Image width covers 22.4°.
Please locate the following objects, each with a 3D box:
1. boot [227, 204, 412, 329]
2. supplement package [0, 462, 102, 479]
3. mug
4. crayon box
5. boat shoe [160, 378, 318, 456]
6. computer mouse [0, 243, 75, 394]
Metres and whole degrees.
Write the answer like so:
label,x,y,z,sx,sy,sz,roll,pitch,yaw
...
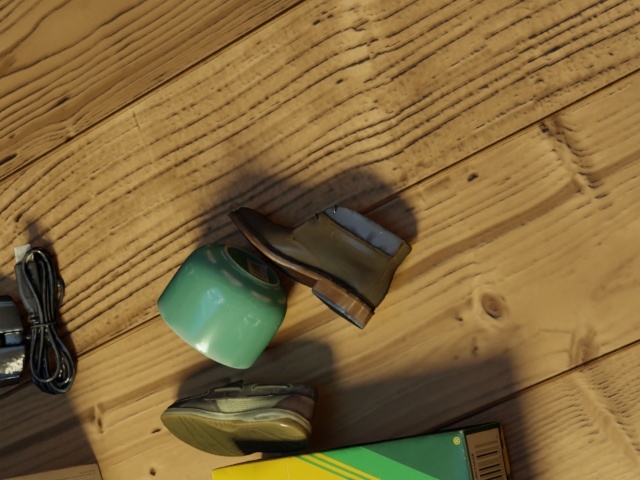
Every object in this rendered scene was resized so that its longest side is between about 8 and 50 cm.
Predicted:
label,x,y,z,sx,sy,sz,roll,pitch,yaw
boot,0.000,0.000,1.786,0.219,0.082,0.106,37,85,29
supplement package,-0.404,0.379,1.924,0.262,0.204,0.145,-24,78,27
mug,-0.111,0.056,1.802,0.158,0.129,0.097,43,107,24
crayon box,0.065,0.395,1.711,0.313,0.106,0.362,-13,83,29
boat shoe,-0.086,0.194,1.823,0.224,0.080,0.073,-6,45,45
computer mouse,-0.439,0.122,2.023,0.272,0.072,0.188,-15,83,29
